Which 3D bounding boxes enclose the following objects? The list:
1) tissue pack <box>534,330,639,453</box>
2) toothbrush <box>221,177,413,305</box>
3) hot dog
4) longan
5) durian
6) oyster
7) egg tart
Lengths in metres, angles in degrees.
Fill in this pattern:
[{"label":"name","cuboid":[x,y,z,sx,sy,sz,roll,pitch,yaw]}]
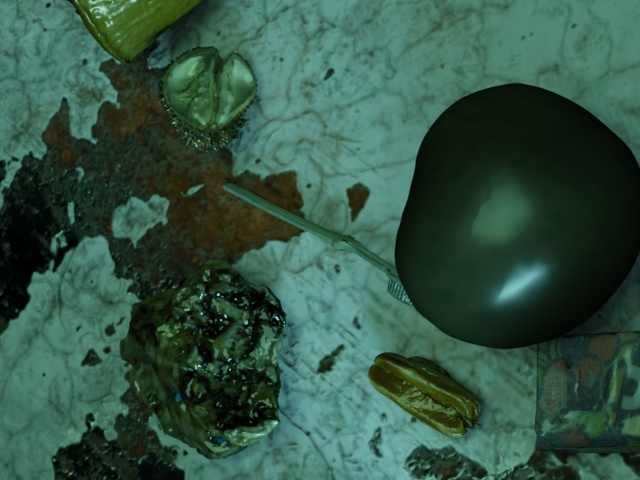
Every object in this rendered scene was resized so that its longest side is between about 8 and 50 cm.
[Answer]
[{"label":"tissue pack","cuboid":[0.272,0.140,1.536,0.148,0.060,0.108,-5,74,32]},{"label":"toothbrush","cuboid":[0.002,-0.005,1.761,0.294,0.026,0.028,32,111,33]},{"label":"hot dog","cuboid":[0.104,0.148,1.656,0.133,0.041,0.056,31,96,26]},{"label":"longan","cuboid":[0.178,-0.019,1.538,0.246,0.215,0.246,-19,36,14]},{"label":"durian","cuboid":[-0.122,-0.141,1.840,0.110,0.071,0.140,-3,56,-7]},{"label":"oyster","cuboid":[-0.133,0.129,1.784,0.223,0.083,0.214,-18,67,34]},{"label":"egg tart","cuboid":[-0.215,-0.314,1.878,0.171,0.215,0.215,-25,65,8]}]
